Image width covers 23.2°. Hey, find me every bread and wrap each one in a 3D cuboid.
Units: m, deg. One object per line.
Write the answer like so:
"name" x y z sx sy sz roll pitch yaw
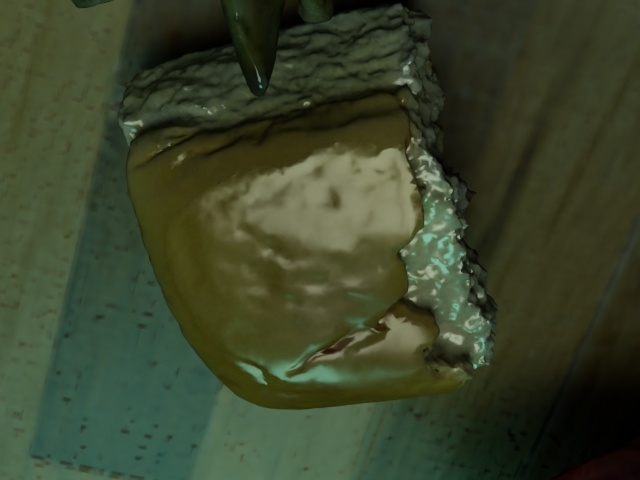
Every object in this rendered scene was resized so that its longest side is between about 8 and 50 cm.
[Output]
"bread" 0.000 -0.002 0.502 0.106 0.082 0.125 -16 125 2

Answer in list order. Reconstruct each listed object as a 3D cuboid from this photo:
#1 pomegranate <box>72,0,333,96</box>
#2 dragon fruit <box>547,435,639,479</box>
"pomegranate" 0.008 -0.137 0.375 0.181 0.181 0.224 26 141 -16
"dragon fruit" 0.220 0.170 0.617 0.286 0.228 0.329 14 150 28
